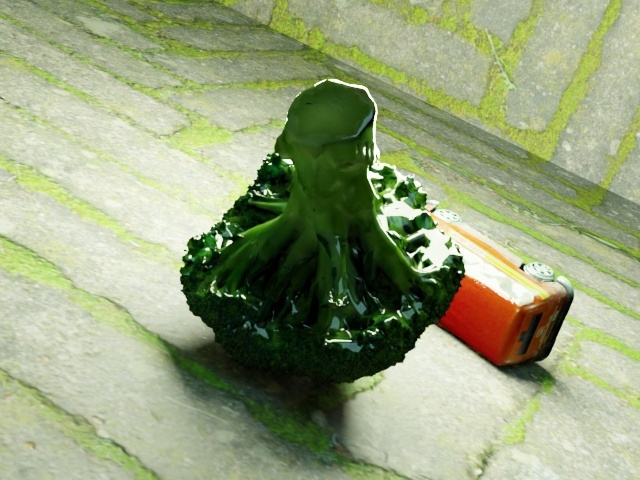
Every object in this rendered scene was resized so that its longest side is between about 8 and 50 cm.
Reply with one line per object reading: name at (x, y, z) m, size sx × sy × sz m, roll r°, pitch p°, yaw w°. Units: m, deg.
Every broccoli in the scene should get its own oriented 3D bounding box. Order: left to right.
broccoli at (0.000, 0.000, 0.963) m, size 0.298 × 0.297 × 0.297 m, roll -3°, pitch 46°, yaw 3°

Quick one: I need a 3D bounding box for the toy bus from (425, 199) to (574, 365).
toy bus at (0.181, 0.050, 1.242) m, size 0.120 × 0.121 × 0.265 m, roll -14°, pitch 40°, yaw -43°
